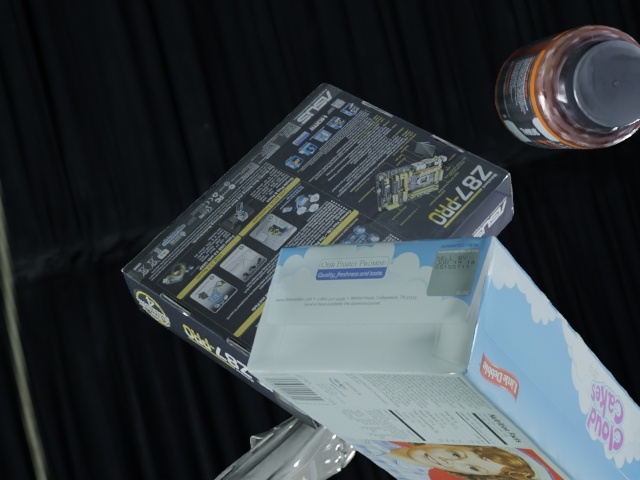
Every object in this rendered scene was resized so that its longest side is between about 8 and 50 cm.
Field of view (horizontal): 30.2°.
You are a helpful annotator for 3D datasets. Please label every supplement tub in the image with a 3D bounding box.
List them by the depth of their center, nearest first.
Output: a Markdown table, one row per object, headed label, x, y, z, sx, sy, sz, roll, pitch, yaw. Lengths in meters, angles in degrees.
| label | x | y | z | sx | sy | sz | roll | pitch | yaw |
| --- | --- | --- | --- | --- | --- | --- | --- | --- | --- |
| supplement tub | 0.224 | -0.132 | 1.037 | 0.106 | 0.106 | 0.198 | -14 | -174 | -4 |

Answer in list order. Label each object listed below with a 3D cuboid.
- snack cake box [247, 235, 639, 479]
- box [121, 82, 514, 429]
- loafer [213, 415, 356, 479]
| label | x | y | z | sx | sy | sz | roll | pitch | yaw |
| --- | --- | --- | --- | --- | --- | --- | --- | --- | --- |
| snack cake box | 0.094 | 0.100 | 0.767 | 0.152 | 0.089 | 0.264 | -4 | 149 | 34 |
| box | 0.000 | 0.000 | 1.484 | 0.318 | 0.097 | 0.395 | 28 | -118 | 33 |
| loafer | -0.043 | 0.279 | 1.563 | 0.111 | 0.112 | 0.319 | 20 | -140 | 32 |
